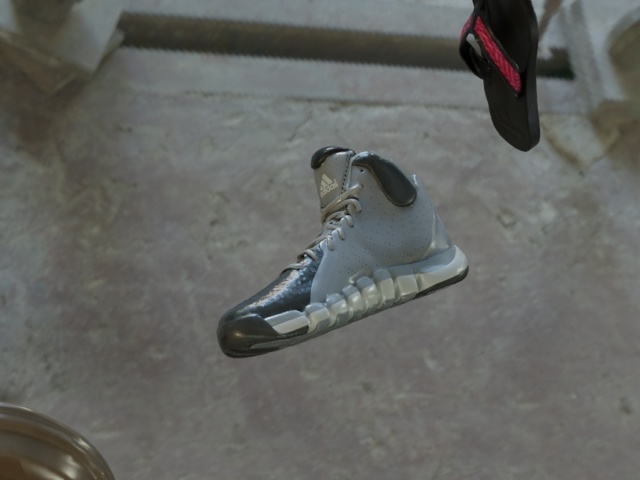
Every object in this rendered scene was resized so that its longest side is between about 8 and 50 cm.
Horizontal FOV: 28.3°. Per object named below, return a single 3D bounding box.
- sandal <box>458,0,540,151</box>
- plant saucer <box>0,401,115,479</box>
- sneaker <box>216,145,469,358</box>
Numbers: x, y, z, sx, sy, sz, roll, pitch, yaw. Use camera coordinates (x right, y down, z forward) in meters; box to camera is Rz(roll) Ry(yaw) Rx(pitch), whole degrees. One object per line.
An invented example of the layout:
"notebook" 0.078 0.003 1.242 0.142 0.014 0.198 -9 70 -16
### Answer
"sandal" 0.133 -0.136 0.963 0.040 0.179 0.067 -29 40 -17
"plant saucer" -0.293 0.243 0.997 0.278 0.278 0.041 7 29 -24
"sneaker" 0.000 0.000 0.941 0.229 0.086 0.132 -17 84 -40
